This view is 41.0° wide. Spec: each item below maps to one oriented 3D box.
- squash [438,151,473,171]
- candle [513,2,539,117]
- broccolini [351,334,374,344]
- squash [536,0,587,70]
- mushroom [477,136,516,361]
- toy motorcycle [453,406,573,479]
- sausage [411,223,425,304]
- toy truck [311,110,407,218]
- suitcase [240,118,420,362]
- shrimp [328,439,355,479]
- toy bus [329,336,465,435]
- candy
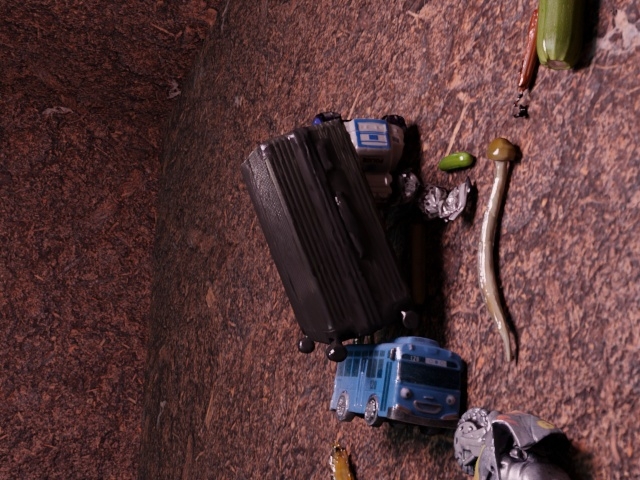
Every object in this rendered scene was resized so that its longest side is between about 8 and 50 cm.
[{"bbox_3d":[0.202,-0.119,1.300,0.089,0.027,0.027,169,110,-67],"label":"squash"},{"bbox_3d":[0.285,-0.248,1.161,0.026,0.021,0.167,18,97,48],"label":"candle"},{"bbox_3d":[0.080,0.131,1.502,0.057,0.071,0.254,57,-146,-56],"label":"broccolini"},{"bbox_3d":[0.308,-0.327,1.080,0.066,0.066,0.229,167,112,-67],"label":"squash"},{"bbox_3d":[0.236,0.011,1.149,0.068,0.043,0.306,82,-169,-77],"label":"mushroom"},{"bbox_3d":[0.226,0.303,0.945,0.173,0.108,0.307,-54,34,37],"label":"toy motorcycle"},{"bbox_3d":[0.155,0.038,1.351,0.024,0.024,0.132,142,135,-59],"label":"sausage"},{"bbox_3d":[0.062,-0.111,1.462,0.213,0.161,0.177,115,152,-57],"label":"toy truck"},{"bbox_3d":[0.000,0.000,1.312,0.335,0.152,0.229,69,165,-1],"label":"suitcase"},{"bbox_3d":[0.035,0.439,1.459,0.178,0.034,0.124,-110,30,-45],"label":"shrimp"},{"bbox_3d":[0.109,0.211,1.260,0.234,0.116,0.133,160,121,-68],"label":"toy bus"},{"bbox_3d":[0.167,-0.069,1.333,0.094,0.051,0.226,-72,21,5],"label":"candy"}]
